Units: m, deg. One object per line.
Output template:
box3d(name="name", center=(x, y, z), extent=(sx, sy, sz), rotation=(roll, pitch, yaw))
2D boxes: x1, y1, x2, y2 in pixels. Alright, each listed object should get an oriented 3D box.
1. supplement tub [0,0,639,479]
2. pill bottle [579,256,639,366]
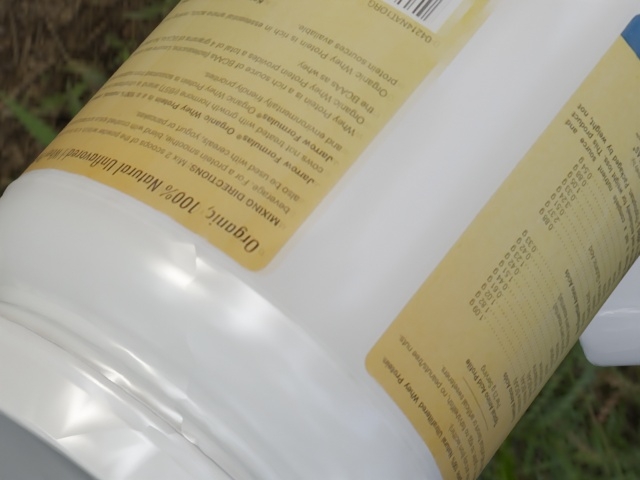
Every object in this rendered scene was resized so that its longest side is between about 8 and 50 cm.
box3d(name="supplement tub", center=(0.000, 0.000, 0.494), extent=(0.200, 0.144, 0.144), rotation=(-50, 120, -21))
box3d(name="pill bottle", center=(0.206, -0.012, 0.645), extent=(0.229, 0.131, 0.131), rotation=(-4, 123, 16))
